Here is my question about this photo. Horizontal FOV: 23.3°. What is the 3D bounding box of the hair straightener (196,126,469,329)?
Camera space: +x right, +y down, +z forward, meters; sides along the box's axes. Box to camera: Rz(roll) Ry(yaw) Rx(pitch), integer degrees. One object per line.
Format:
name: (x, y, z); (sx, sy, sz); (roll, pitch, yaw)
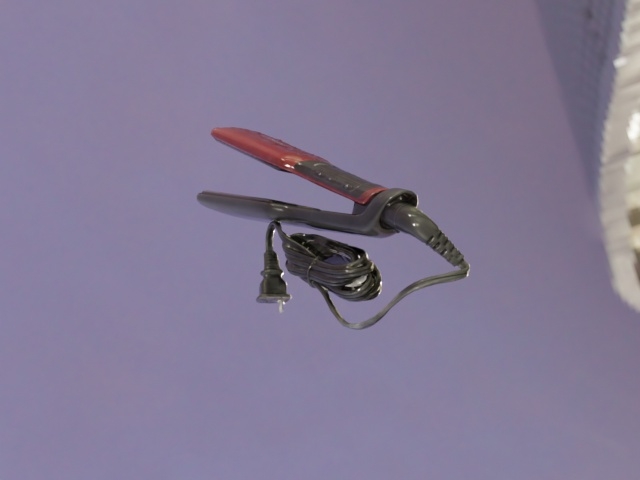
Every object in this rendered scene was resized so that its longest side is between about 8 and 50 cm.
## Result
hair straightener: (0.000, 0.000, 0.847); (0.047, 0.230, 0.089); (10, -82, -38)
